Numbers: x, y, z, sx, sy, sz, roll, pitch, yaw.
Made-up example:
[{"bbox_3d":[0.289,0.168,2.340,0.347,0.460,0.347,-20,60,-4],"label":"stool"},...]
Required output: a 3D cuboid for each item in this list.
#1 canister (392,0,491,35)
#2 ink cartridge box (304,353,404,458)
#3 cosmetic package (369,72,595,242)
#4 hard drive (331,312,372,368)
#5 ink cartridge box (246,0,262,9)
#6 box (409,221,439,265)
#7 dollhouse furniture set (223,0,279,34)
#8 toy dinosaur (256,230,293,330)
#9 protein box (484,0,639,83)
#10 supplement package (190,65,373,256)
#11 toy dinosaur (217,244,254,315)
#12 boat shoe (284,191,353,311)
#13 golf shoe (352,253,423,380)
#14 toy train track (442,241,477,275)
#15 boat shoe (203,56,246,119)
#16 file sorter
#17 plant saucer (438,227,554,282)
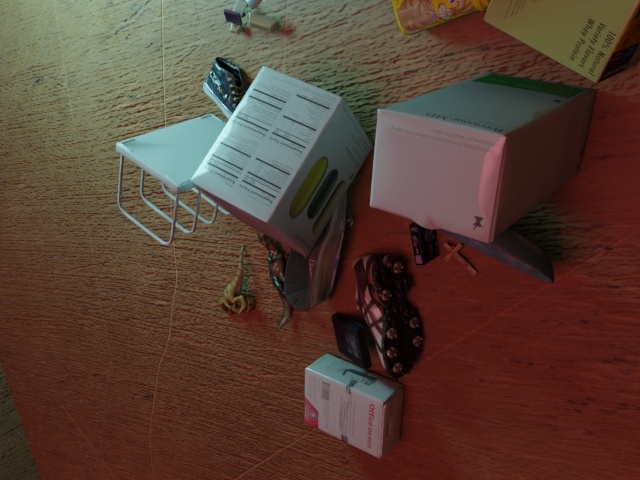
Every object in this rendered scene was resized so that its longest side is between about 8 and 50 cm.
[{"bbox_3d":[0.205,-0.428,1.146,0.169,0.073,0.126,-8,102,42],"label":"canister"},{"bbox_3d":[0.075,0.376,1.563,0.217,0.092,0.159,18,118,34],"label":"ink cartridge box"},{"bbox_3d":[0.253,-0.141,1.028,0.196,0.365,0.155,19,119,31],"label":"cosmetic package"},{"bbox_3d":[0.067,0.220,1.510,0.135,0.022,0.094,18,122,65],"label":"hard drive"},{"bbox_3d":[-0.026,-0.550,1.077,0.309,0.130,0.272,-36,68,36],"label":"ink cartridge box"},{"bbox_3d":[0.202,-0.001,1.325,0.018,0.067,0.083,0,107,39],"label":"box"},{"bbox_3d":[-0.131,-0.477,1.434,0.114,0.091,0.081,19,78,7],"label":"dollhouse furniture set"},{"bbox_3d":[-0.083,0.098,1.596,0.118,0.064,0.268,12,116,51],"label":"toy dinosaur"},{"bbox_3d":[0.380,-0.368,0.963,0.201,0.136,0.200,40,136,26],"label":"protein box"},{"bbox_3d":[-0.067,-0.148,1.312,0.198,0.199,0.263,28,82,27],"label":"supplement package"},{"bbox_3d":[-0.214,0.127,1.708,0.112,0.064,0.212,45,129,17],"label":"toy dinosaur"},{"bbox_3d":[0.002,0.002,1.476,0.118,0.103,0.321,28,119,39],"label":"boat shoe"},{"bbox_3d":[0.138,0.156,1.437,0.120,0.105,0.273,9,113,58],"label":"golf shoe"},{"bbox_3d":[0.272,0.034,1.321,0.083,0.014,0.048,45,122,8],"label":"toy train track"},{"bbox_3d":[-0.186,-0.322,1.502,0.183,0.065,0.083,43,130,18],"label":"boat shoe"},{"bbox_3d":[-0.286,-0.138,1.520,0.192,0.277,0.173,34,130,23],"label":"file sorter"},{"bbox_3d":[0.253,-0.020,1.150,0.317,0.317,0.044,29,93,26],"label":"plant saucer"}]
